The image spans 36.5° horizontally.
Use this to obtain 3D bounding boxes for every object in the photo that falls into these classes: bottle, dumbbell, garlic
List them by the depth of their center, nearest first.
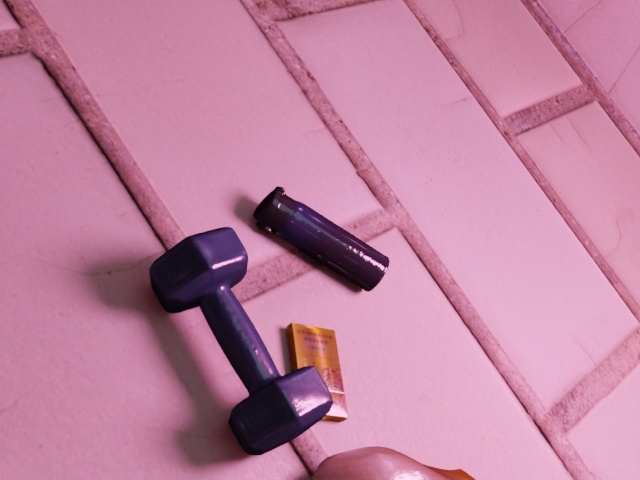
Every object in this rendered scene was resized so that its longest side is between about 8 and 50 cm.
[{"bbox_3d":[-0.117,0.143,1.403,0.144,0.160,0.325,-27,77,-17],"label":"dumbbell"},{"bbox_3d":[0.134,0.382,1.453,0.318,0.112,0.143,19,29,-39],"label":"garlic"},{"bbox_3d":[0.000,0.000,1.659,0.244,0.082,0.072,34,0,-15],"label":"bottle"}]

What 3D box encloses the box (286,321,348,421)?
[{"bbox_3d":[-0.006,0.207,1.532,0.089,0.022,0.156,14,52,-30],"label":"box"}]
